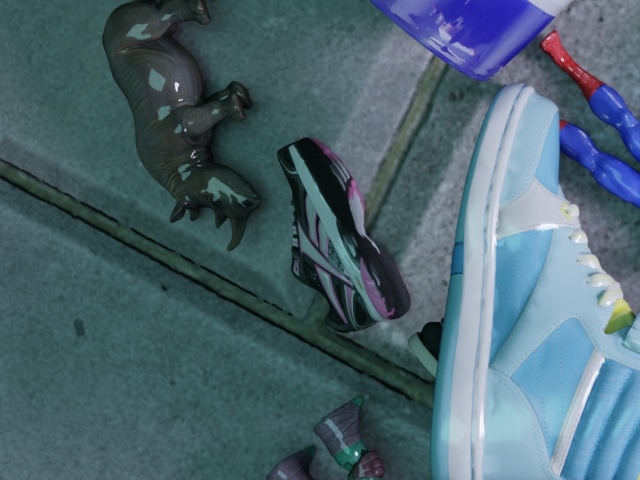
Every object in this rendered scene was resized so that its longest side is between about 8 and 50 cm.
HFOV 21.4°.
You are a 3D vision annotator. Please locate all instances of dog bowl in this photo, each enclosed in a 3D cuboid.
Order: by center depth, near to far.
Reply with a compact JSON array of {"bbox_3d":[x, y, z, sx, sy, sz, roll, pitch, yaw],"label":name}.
[{"bbox_3d":[0.072,-0.249,1.309,0.265,0.265,0.104,47,106,9],"label":"dog bowl"}]

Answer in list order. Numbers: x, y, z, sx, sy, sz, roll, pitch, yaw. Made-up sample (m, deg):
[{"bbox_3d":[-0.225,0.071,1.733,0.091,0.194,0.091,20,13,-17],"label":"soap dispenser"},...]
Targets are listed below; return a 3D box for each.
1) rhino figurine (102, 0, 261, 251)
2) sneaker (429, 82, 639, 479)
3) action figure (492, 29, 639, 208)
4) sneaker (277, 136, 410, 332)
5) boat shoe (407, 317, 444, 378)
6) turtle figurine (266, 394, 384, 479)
[{"bbox_3d":[-0.115,-0.106,1.468,0.106,0.073,0.243,-19,88,12],"label":"rhino figurine"},{"bbox_3d":[0.201,0.042,1.273,0.208,0.127,0.319,7,76,9],"label":"sneaker"},{"bbox_3d":[0.258,-0.046,1.336,0.280,0.139,0.091,42,104,8],"label":"action figure"},{"bbox_3d":[0.000,0.000,1.444,0.077,0.072,0.178,-30,78,26],"label":"sneaker"},{"bbox_3d":[0.233,0.144,1.353,0.340,0.127,0.113,36,100,10],"label":"boat shoe"},{"bbox_3d":[0.062,0.256,1.417,0.175,0.118,0.234,-42,76,14],"label":"turtle figurine"}]
